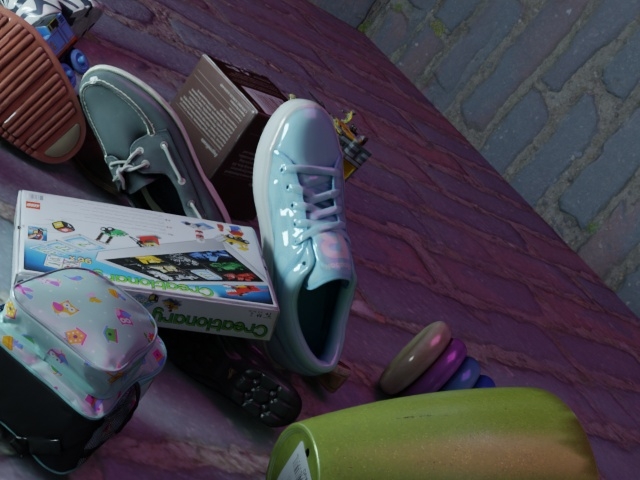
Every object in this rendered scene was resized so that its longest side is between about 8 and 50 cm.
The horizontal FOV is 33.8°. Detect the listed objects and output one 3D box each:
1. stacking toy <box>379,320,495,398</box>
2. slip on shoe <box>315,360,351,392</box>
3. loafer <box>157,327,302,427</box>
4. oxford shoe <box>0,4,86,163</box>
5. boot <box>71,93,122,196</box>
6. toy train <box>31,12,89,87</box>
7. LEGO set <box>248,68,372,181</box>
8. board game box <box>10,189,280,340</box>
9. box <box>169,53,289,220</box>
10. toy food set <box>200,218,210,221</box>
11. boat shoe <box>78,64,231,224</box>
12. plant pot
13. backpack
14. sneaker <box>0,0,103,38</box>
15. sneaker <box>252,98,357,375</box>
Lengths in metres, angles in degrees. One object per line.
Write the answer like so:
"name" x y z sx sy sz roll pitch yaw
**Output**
"stacking toy" 0.247 0.280 1.584 0.330 0.141 0.141 45 19 2
"slip on shoe" -0.008 0.170 1.484 0.051 0.041 0.135 22 6 -43
"loafer" -0.117 0.150 1.290 0.223 0.076 0.078 37 -2 12
"oxford shoe" -0.486 -0.267 1.484 0.397 0.140 0.146 50 -19 -10
"boot" -0.323 -0.164 1.581 0.082 0.106 0.219 17 28 -47
"toy train" -0.427 -0.269 1.613 0.105 0.080 0.184 58 27 -25
"LEGO set" -0.042 -0.232 2.094 0.255 0.192 0.331 37 15 -28
"board game box" -0.214 0.028 1.270 0.305 0.053 0.193 10 28 -19
"box" -0.153 -0.168 1.755 0.167 0.203 0.168 49 21 29
"toy food set" -0.104 0.072 1.485 0.111 0.105 0.232 23 -12 37
"boat shoe" -0.241 -0.102 1.491 0.319 0.116 0.099 57 28 -15
"plant pot" 0.099 0.278 1.138 0.293 0.275 0.275 12 28 -24
"backpack" -0.242 0.111 1.031 0.166 0.144 0.188 35 15 7
"sneaker" -0.507 -0.447 1.927 0.153 0.094 0.235 48 29 4
"sneaker" 0.000 0.000 1.375 0.135 0.366 0.150 -6 10 -33
